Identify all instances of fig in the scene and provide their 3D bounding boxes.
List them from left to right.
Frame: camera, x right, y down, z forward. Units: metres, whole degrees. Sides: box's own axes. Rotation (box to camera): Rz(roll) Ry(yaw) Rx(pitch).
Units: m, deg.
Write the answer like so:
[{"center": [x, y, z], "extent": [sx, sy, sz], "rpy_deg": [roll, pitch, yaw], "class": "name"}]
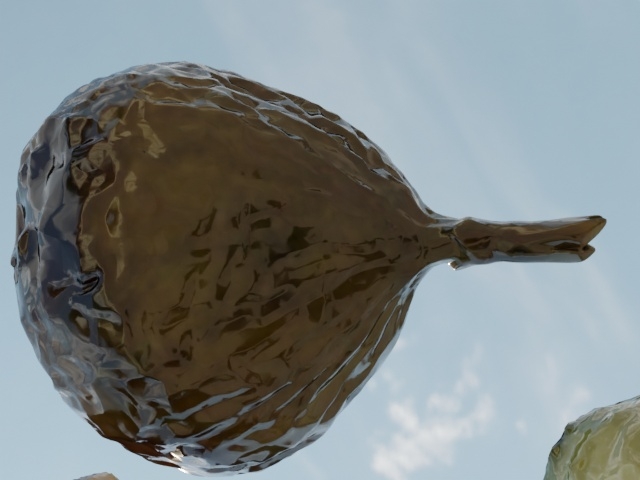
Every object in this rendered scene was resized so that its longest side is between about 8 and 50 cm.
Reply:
[{"center": [0.000, 0.000, 0.876], "extent": [0.286, 0.368, 0.286], "rpy_deg": [-10, -90, -75], "class": "fig"}]

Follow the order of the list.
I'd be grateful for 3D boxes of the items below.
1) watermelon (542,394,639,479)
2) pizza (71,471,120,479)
[{"center": [0.199, 0.090, 0.256], "extent": [0.189, 0.331, 0.331], "rpy_deg": [-10, -97, -21], "class": "watermelon"}, {"center": [-0.203, 0.324, 0.985], "extent": [0.289, 0.081, 0.229], "rpy_deg": [-55, -42, -40], "class": "pizza"}]
